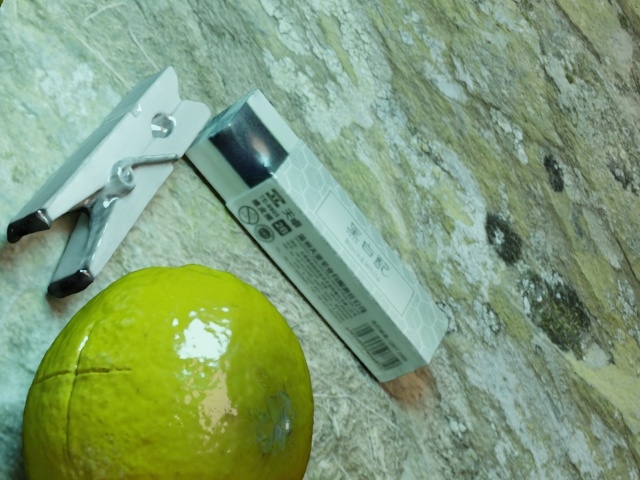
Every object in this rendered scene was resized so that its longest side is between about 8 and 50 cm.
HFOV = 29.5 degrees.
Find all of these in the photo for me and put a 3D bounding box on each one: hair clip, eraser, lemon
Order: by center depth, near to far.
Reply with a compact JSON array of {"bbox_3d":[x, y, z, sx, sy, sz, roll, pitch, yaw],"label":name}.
[{"bbox_3d":[-0.143,0.173,1.182,0.297,0.297,0.297,23,55,-37],"label":"lemon"},{"bbox_3d":[-0.227,-0.077,1.369,0.101,0.085,0.331,50,41,-18],"label":"hair clip"},{"bbox_3d":[0.000,0.000,1.553,0.404,0.098,0.096,51,42,-15],"label":"eraser"}]

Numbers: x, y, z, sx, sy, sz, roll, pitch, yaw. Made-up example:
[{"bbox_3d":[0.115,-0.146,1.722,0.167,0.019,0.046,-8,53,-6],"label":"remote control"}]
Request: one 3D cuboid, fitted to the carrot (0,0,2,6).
[{"bbox_3d":[-0.418,-0.274,1.179,0.241,0.341,0.241,22,29,-13],"label":"carrot"}]
